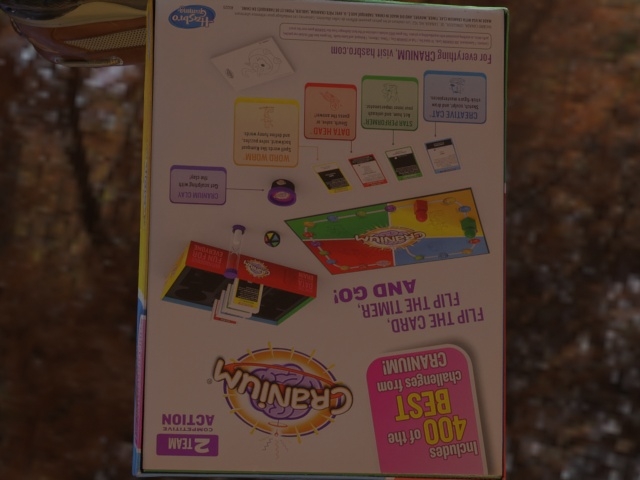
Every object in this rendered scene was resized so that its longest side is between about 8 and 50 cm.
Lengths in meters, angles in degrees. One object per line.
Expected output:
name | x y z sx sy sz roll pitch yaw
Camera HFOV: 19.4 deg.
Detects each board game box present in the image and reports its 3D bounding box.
board game box | 0.000 0.000 1.231 0.064 0.242 0.316 139 134 -79

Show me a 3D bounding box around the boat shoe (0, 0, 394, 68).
boat shoe | -0.100 -0.201 1.524 0.120 0.324 0.122 76 -163 -55
